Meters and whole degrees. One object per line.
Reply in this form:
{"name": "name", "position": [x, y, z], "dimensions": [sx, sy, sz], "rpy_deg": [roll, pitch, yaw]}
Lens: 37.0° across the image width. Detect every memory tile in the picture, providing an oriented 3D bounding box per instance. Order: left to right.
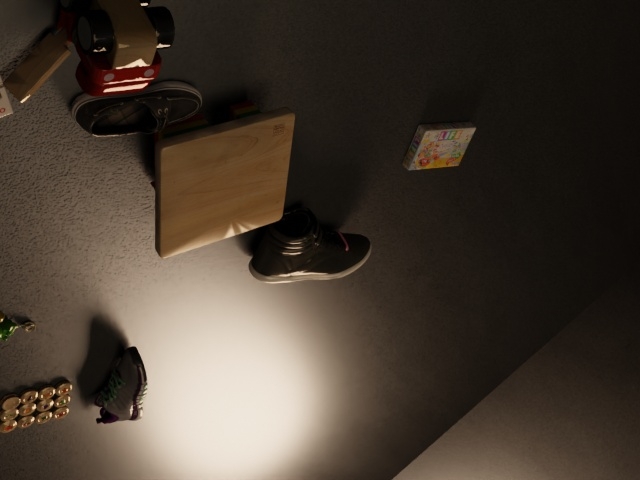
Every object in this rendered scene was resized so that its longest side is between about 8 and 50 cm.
{"name": "memory tile", "position": [-0.575, 0.336, 1.933], "dimensions": [0.148, 0.012, 0.113], "rpy_deg": [-10, 135, -35]}

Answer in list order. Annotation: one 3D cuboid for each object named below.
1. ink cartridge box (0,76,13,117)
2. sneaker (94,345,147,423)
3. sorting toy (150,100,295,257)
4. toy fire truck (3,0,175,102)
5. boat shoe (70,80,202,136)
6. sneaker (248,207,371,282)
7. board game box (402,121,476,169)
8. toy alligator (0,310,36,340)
{"name": "ink cartridge box", "position": [-0.504, -0.226, 1.348], "dimensions": [0.099, 0.056, 0.135], "rpy_deg": [-27, 142, -19]}
{"name": "sneaker", "position": [-0.419, 0.313, 1.994], "dimensions": [0.098, 0.083, 0.224], "rpy_deg": [-13, 138, -26]}
{"name": "sorting toy", "position": [-0.189, -0.121, 1.723], "dimensions": [0.257, 0.089, 0.255], "rpy_deg": [-19, 140, -27]}
{"name": "toy fire truck", "position": [-0.336, -0.272, 1.337], "dimensions": [0.158, 0.217, 0.246], "rpy_deg": [-14, 152, -33]}
{"name": "boat shoe", "position": [-0.286, -0.206, 1.553], "dimensions": [0.228, 0.076, 0.080], "rpy_deg": [-8, 134, -37]}
{"name": "sneaker", "position": [0.000, 0.000, 2.012], "dimensions": [0.296, 0.104, 0.147], "rpy_deg": [-9, 140, -30]}
{"name": "board game box", "position": [0.260, -0.207, 2.095], "dimensions": [0.154, 0.026, 0.103], "rpy_deg": [-9, 134, -36]}
{"name": "toy alligator", "position": [-0.578, 0.158, 1.701], "dimensions": [0.189, 0.051, 0.056], "rpy_deg": [17, 117, -50]}
